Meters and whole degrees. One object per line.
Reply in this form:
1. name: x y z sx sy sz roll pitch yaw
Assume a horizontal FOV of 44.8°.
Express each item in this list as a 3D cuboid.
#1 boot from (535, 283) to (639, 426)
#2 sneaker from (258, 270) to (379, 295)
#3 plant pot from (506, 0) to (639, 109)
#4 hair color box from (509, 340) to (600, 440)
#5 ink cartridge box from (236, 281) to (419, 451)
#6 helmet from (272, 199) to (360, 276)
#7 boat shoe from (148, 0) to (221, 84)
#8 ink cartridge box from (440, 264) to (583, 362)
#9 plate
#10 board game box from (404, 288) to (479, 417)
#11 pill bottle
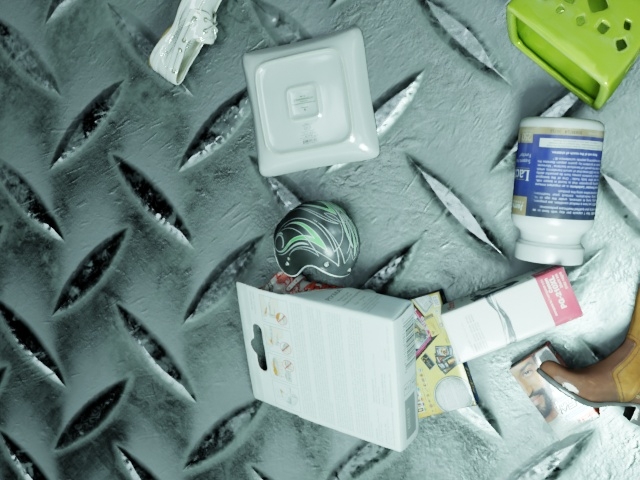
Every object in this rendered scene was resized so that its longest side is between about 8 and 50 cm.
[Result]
1. boot: 0.562 0.181 1.423 0.264 0.096 0.280 21 93 9
2. sneaker: -0.017 0.115 1.651 0.270 0.090 0.144 -22 90 22
3. plant pot: 0.481 -0.393 1.369 0.228 0.227 0.207 42 100 12
4. hair color box: 0.459 0.294 1.522 0.093 0.053 0.167 -39 81 18
5. ink cartridge box: 0.014 0.238 1.604 0.385 0.091 0.308 12 120 34
6. helmet: 0.000 0.000 1.597 0.162 0.169 0.169 -17 89 36
7. boat shoe: -0.264 -0.461 1.685 0.096 0.098 0.277 43 116 11
8. ink cartridge box: 0.350 0.133 1.461 0.237 0.172 0.100 -23 87 8
9. plate: -0.029 -0.290 1.643 0.277 0.045 0.277 -8 93 19
10. board game box: 0.211 0.239 1.608 0.165 0.042 0.243 -18 89 19
11. pill bottle: 0.436 -0.093 1.441 0.153 0.153 0.264 6 96 19
